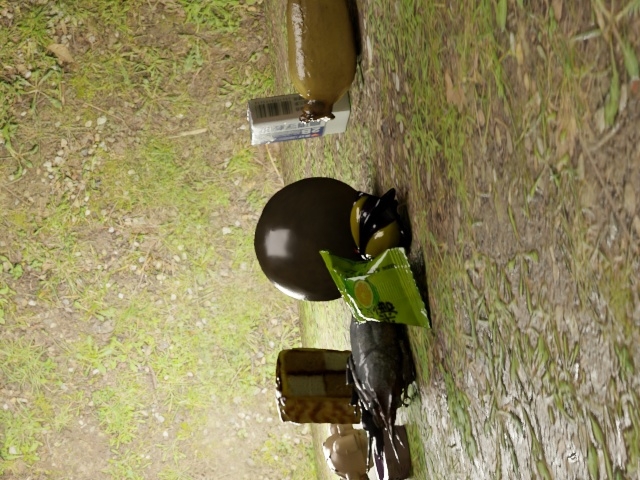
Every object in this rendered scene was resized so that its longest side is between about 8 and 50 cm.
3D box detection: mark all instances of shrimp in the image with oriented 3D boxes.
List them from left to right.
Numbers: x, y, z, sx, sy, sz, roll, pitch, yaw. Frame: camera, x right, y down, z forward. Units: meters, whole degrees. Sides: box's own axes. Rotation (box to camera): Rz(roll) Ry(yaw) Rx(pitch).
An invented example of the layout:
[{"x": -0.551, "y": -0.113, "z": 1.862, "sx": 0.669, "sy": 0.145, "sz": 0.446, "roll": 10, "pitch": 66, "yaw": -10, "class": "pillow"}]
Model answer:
[{"x": 0.105, "y": 0.249, "z": 1.820, "sx": 0.145, "sy": 0.116, "sz": 0.343, "roll": 93, "pitch": 175, "yaw": -57, "class": "shrimp"}]

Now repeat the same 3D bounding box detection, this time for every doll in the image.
[{"x": 0.081, "y": 0.541, "z": 2.381, "sx": 0.154, "sy": 0.119, "sz": 0.278, "roll": -106, "pitch": 2, "yaw": -58, "class": "doll"}, {"x": 0.100, "y": 0.005, "z": 1.749, "sx": 0.249, "sy": 0.127, "sz": 0.088, "roll": 99, "pitch": -165, "yaw": -54, "class": "doll"}]

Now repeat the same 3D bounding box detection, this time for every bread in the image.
[{"x": 0.011, "y": 0.315, "z": 2.236, "sx": 0.181, "sy": 0.222, "sz": 0.096, "roll": -91, "pitch": 4, "yaw": -49, "class": "bread"}]

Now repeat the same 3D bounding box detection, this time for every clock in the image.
[{"x": 0.139, "y": 0.424, "z": 1.976, "sx": 0.153, "sy": 0.050, "sz": 0.110, "roll": 94, "pitch": 167, "yaw": -59, "class": "clock"}]

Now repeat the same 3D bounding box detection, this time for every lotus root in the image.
[{"x": 0.003, "y": -0.377, "z": 1.963, "sx": 0.146, "sy": 0.130, "sz": 0.304, "roll": -142, "pitch": 48, "yaw": -79, "class": "lotus root"}]

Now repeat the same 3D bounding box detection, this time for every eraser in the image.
[{"x": -0.048, "y": -0.262, "z": 2.161, "sx": 0.124, "sy": 0.210, "sz": 0.068, "roll": 103, "pitch": 158, "yaw": -71, "class": "eraser"}]

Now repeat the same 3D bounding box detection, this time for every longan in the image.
[{"x": 0.000, "y": 0.000, "z": 1.970, "sx": 0.258, "sy": 0.258, "sz": 0.258, "roll": 173, "pitch": 90, "yaw": -83, "class": "longan"}]

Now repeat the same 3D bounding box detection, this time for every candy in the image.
[{"x": 0.085, "y": 0.079, "z": 1.695, "sx": 0.246, "sy": 0.069, "sz": 0.149, "roll": -7, "pitch": 110, "yaw": 56, "class": "candy"}]
